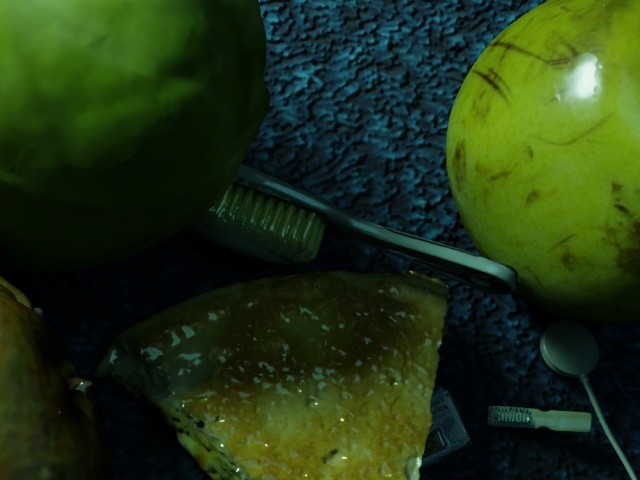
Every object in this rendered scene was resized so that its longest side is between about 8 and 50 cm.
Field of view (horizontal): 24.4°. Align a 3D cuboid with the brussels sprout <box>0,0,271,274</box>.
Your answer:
[{"bbox_3d":[-0.195,-0.140,0.973,0.344,0.268,0.344,0,109,1],"label":"brussels sprout"}]

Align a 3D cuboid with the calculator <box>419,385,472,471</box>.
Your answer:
[{"bbox_3d":[0.038,0.164,1.133,0.172,0.018,0.057,-20,84,-28],"label":"calculator"}]

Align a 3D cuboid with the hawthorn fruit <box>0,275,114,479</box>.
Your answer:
[{"bbox_3d":[-0.275,0.144,0.871,0.301,0.268,0.268,-38,91,-15],"label":"hawthorn fruit"}]

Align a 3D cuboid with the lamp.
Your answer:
[{"bbox_3d":[0.230,0.160,1.211,0.050,0.056,0.198,-15,70,-24],"label":"lamp"}]

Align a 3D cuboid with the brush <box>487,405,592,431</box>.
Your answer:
[{"bbox_3d":[0.175,0.142,1.182,0.083,0.013,0.016,5,70,0],"label":"brush"}]

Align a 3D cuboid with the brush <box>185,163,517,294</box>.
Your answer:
[{"bbox_3d":[0.000,0.000,1.100,0.296,0.068,0.060,20,73,5],"label":"brush"}]

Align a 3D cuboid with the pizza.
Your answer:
[{"bbox_3d":[-0.013,0.155,1.062,0.279,0.075,0.288,-2,61,-18],"label":"pizza"}]

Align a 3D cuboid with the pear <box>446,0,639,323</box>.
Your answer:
[{"bbox_3d":[0.233,-0.072,1.147,0.283,0.283,0.284,7,72,-21],"label":"pear"}]
